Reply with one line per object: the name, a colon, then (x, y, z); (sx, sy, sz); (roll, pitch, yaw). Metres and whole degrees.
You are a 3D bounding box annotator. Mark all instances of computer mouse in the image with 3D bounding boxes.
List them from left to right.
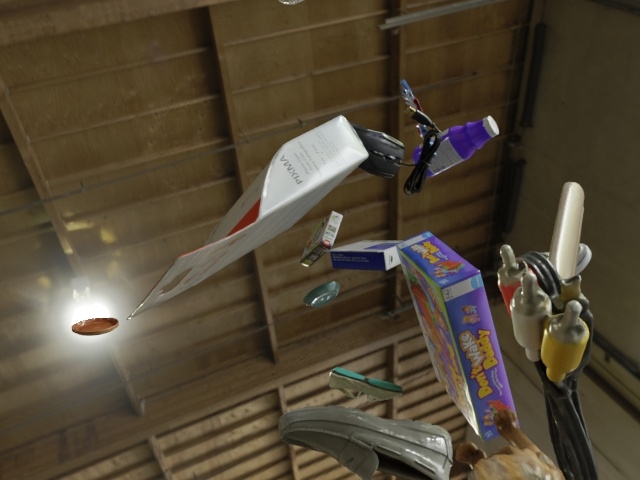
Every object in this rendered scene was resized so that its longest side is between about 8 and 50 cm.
computer mouse: (0.152, -0.227, 1.293); (0.262, 0.060, 0.184); (24, -81, -11)

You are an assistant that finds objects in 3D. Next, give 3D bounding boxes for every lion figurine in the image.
lion figurine: (0.288, 0.379, 0.719); (0.142, 0.240, 0.392); (-40, -69, 7)

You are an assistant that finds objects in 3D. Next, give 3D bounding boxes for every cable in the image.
cable: (0.214, 0.128, 0.557); (0.072, 0.139, 0.287); (-16, -59, -5)

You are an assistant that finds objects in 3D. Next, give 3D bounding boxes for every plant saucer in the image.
plant saucer: (-0.422, 0.162, 1.073); (0.083, 0.083, 0.013); (-6, -77, -27)
plant saucer: (0.008, 0.163, 1.675); (0.119, 0.021, 0.119); (-23, -26, -12)

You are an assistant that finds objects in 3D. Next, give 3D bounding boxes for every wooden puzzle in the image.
wooden puzzle: (0.318, 0.074, 0.759); (0.221, 0.044, 0.238); (-54, -41, -46)

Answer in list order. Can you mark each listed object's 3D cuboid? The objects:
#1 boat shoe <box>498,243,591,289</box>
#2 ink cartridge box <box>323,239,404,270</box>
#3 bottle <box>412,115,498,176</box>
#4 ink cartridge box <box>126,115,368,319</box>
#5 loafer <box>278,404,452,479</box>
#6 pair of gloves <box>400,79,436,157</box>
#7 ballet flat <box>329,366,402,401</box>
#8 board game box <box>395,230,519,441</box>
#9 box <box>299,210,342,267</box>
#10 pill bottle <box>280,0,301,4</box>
boat shoe: (0.626, 0.079, 1.611); (0.267, 0.096, 0.088); (-32, -62, 15)
ink cartridge box: (0.145, 0.043, 1.667); (0.333, 0.165, 0.065); (-10, -80, -65)
bottle: (0.445, -0.315, 1.889); (0.283, 0.092, 0.118); (-27, -62, 36)
ink cartridge box: (-0.138, -0.034, 0.935); (0.385, 0.091, 0.308); (-32, -3, -37)
loafer: (0.080, 0.372, 1.022); (0.319, 0.111, 0.112); (9, -39, 0)
pair of gloves: (0.243, -0.305, 1.432); (0.023, 0.159, 0.198); (-24, -66, 9)
ballet flat: (0.097, 0.319, 1.231); (0.057, 0.168, 0.052); (3, -82, -64)
board game box: (0.264, 0.180, 1.122); (0.078, 0.233, 0.347); (-22, -69, -4)
box: (0.000, 0.000, 1.719); (0.036, 0.207, 0.114); (25, -115, -10)
pill bottle: (0.023, -0.639, 1.218); (0.301, 0.169, 0.169); (-33, -46, -20)
